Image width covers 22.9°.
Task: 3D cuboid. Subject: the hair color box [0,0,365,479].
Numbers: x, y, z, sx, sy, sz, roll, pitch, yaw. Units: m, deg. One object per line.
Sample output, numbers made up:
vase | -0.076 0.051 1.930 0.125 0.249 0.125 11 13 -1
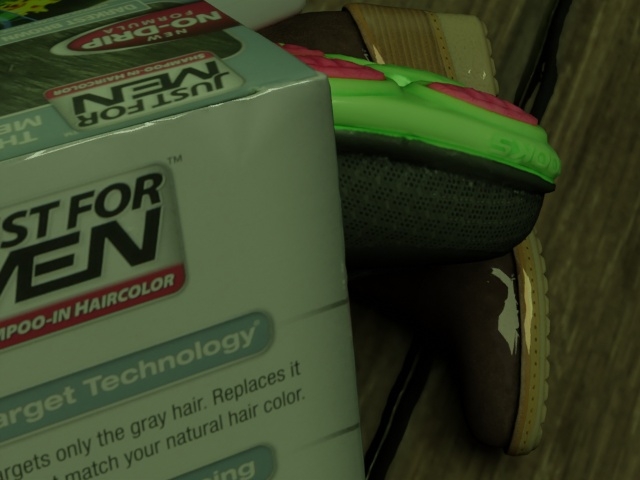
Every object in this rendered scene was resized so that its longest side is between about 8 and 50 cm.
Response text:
hair color box | -0.086 0.120 0.551 0.185 0.375 0.113 -18 30 -22

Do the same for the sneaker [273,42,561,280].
sneaker | -0.129 0.036 0.680 0.482 0.185 0.202 -16 103 -7

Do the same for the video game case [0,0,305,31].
video game case | -0.222 -0.077 0.656 0.329 0.300 0.036 -27 119 -30

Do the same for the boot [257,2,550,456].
boot | 0.000 0.000 0.799 0.206 0.090 0.249 -8 71 -5
